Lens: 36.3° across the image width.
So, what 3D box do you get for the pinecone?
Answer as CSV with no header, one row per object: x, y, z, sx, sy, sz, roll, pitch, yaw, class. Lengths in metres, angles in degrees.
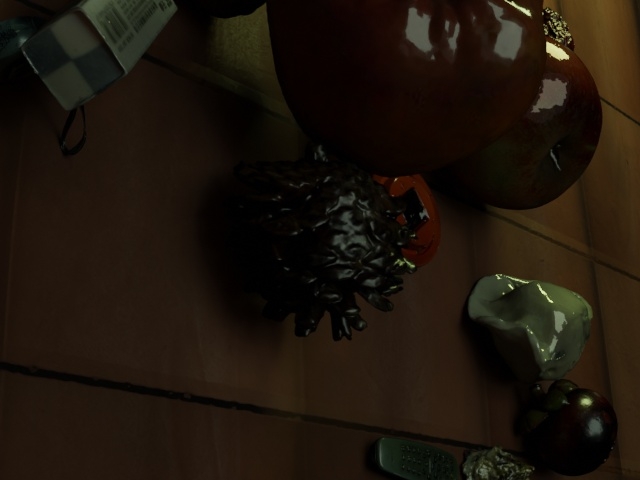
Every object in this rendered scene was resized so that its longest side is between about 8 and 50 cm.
-0.003,0.005,1.443,0.298,0.242,0.296,-6,78,-40,pinecone

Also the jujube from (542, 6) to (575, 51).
0.534,-0.465,2.254,0.104,0.104,0.166,35,47,-34,jujube

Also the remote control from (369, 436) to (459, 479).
0.160,0.374,1.629,0.222,0.042,0.072,26,57,-41,remote control

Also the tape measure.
-0.358,-0.188,1.236,0.107,0.104,0.180,-30,101,-38,tape measure

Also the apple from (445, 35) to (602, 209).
0.382,-0.238,1.923,0.348,0.349,0.277,7,27,-47,apple

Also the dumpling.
0.408,0.165,1.935,0.242,0.187,0.318,33,27,18,dumpling

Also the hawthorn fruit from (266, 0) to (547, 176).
0.131,-0.312,1.493,0.471,0.471,0.472,21,60,-42,hawthorn fruit

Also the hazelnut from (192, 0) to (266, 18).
-0.141,-0.454,1.539,0.214,0.176,0.214,-18,122,-32,hazelnut

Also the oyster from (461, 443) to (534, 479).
0.318,0.421,1.782,0.165,0.053,0.108,-8,71,-42,oyster

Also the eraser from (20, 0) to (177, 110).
-0.266,-0.290,1.259,0.098,0.096,0.404,56,16,-21,eraser

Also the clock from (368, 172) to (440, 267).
0.153,-0.050,1.787,0.205,0.051,0.205,23,58,-42,clock

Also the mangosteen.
0.481,0.359,1.911,0.199,0.199,0.200,21,60,-42,mangosteen
